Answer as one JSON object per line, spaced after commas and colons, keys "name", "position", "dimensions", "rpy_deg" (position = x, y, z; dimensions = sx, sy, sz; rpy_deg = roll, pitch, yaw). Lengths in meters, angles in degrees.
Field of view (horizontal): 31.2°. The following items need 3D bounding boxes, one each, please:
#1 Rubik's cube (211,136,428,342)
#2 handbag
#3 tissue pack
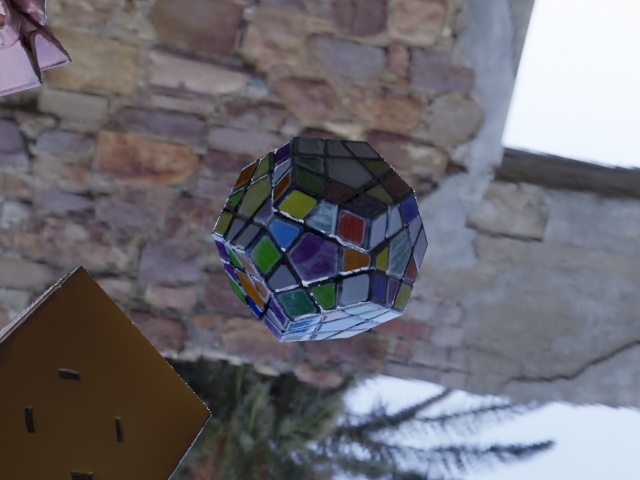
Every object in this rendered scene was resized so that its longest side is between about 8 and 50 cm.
{"name": "Rubik's cube", "position": [0.000, 0.000, 0.588], "dimensions": [0.111, 0.093, 0.111], "rpy_deg": [16, -142, -12]}
{"name": "handbag", "position": [-0.303, -0.217, 0.920], "dimensions": [0.157, 0.212, 0.059], "rpy_deg": [-2, -147, 44]}
{"name": "tissue pack", "position": [-0.248, 0.187, 0.984], "dimensions": [0.194, 0.145, 0.274], "rpy_deg": [49, -147, -8]}
